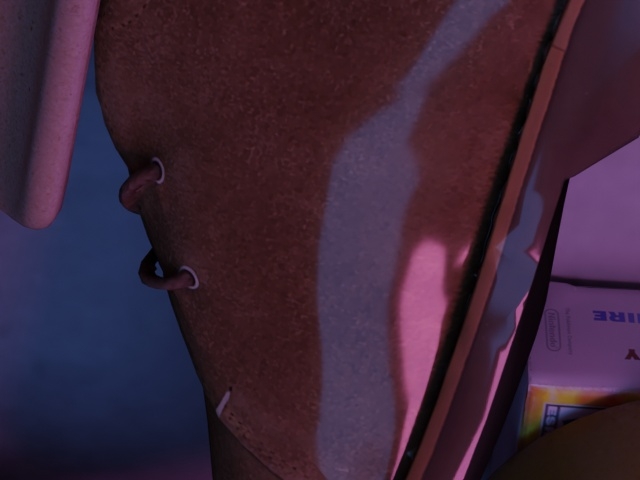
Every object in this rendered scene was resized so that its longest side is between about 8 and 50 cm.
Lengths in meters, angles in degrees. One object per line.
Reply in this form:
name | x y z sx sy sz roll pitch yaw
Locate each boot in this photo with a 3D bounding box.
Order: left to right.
boot | 0.000 0.000 0.429 0.115 0.112 0.305 19 114 3

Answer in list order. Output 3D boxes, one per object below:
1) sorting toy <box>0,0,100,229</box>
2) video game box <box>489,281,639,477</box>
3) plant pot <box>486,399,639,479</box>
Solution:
sorting toy | -0.132 -0.110 0.376 0.208 0.038 0.193 20 130 4
video game box | 0.141 0.105 0.556 0.187 0.048 0.205 1 131 -1
plant pot | 0.100 0.119 0.476 0.134 0.095 0.134 2 130 3
